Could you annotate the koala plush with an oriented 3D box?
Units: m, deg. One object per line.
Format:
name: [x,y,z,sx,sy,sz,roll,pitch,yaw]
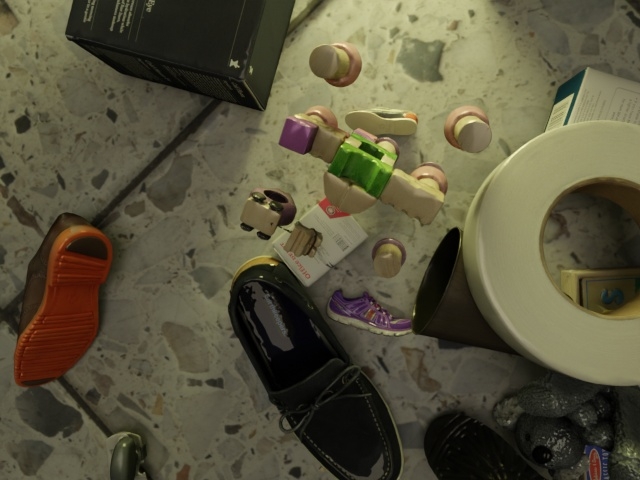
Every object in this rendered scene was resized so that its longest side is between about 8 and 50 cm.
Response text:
koala plush: [0.417,0.313,0.712,0.196,0.203,0.221,40,132,23]

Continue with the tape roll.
tape roll: [0.418,0.014,0.633,0.392,0.072,0.391,0,82,2]

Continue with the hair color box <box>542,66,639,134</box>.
hair color box: [0.580,-0.155,0.736,0.347,0.105,0.173,19,93,4]

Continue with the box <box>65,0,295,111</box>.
box: [-0.216,-0.451,0.748,0.313,0.179,0.343,17,93,4]

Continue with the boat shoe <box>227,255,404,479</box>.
boat shoe: [-0.015,0.256,0.765,0.187,0.156,0.500,-31,90,3]

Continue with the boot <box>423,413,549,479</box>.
boot: [0.357,0.482,0.749,0.131,0.348,0.260,-46,131,-13]

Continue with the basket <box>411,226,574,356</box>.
basket: [0.305,0.112,0.744,0.227,0.154,0.204,23,87,0]

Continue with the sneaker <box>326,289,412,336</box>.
sneaker: [0.097,0.137,0.799,0.170,0.068,0.071,16,87,4]

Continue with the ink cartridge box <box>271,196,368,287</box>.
ink cartridge box: [0.000,0.000,0.801,0.150,0.063,0.109,-40,88,4]

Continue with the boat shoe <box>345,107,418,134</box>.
boat shoe: [0.116,-0.230,0.799,0.137,0.049,0.043,6,50,6]

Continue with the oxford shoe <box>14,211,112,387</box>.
oxford shoe: [-0.518,0.119,0.832,0.133,0.130,0.363,33,102,35]

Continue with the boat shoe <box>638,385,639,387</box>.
boat shoe: [0.577,0.187,0.705,0.079,0.081,0.227,23,93,3]

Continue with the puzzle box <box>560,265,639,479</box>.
puzzle box: [0.599,0.248,0.773,0.272,0.052,0.408,-4,91,5]

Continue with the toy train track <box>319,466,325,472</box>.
toy train track: [0.028,0.430,0.835,0.048,0.014,0.083,41,93,2]

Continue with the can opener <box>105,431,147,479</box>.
can opener: [-0.383,0.518,0.833,0.074,0.093,0.280,-5,96,3]

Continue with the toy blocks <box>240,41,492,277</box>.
toy blocks: [0.076,-0.129,0.707,0.289,0.260,0.308,28,114,2]
